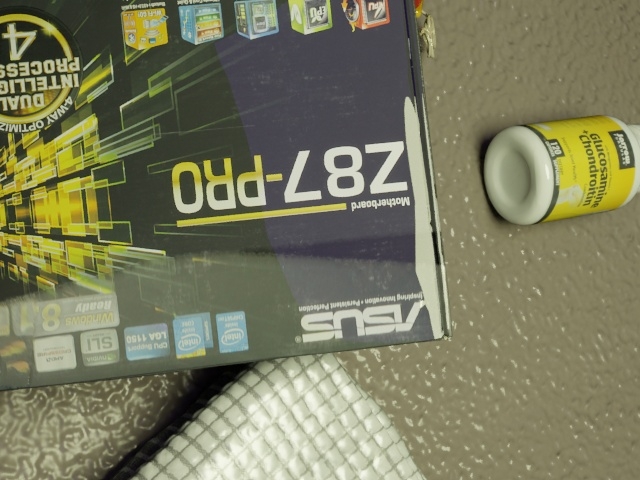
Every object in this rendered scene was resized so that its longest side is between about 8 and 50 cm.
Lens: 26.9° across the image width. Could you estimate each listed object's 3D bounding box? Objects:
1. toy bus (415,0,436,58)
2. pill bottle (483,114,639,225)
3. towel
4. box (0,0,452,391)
[{"bbox_3d":[0.046,-0.294,1.307,0.104,0.191,0.202,-3,79,13],"label":"toy bus"},{"bbox_3d":[0.270,-0.077,1.397,0.184,0.103,0.103,-10,86,-31],"label":"pill bottle"},{"bbox_3d":[-0.023,0.249,1.161,0.235,0.121,0.283,-42,100,-31],"label":"towel"},{"bbox_3d":[-0.108,-0.054,1.093,0.395,0.097,0.318,-5,88,-6],"label":"box"}]
